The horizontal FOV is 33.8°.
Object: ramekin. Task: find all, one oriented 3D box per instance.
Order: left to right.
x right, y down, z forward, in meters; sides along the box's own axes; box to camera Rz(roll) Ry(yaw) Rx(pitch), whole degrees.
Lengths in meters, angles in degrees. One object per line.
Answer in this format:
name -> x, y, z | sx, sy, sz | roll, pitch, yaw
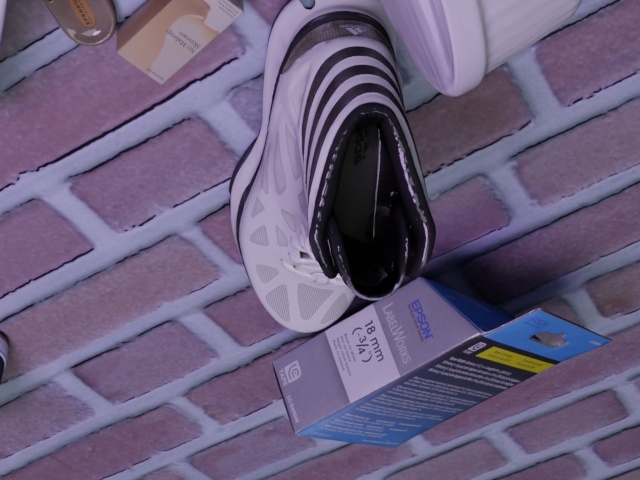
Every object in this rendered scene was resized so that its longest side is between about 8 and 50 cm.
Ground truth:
ramekin -> 0.103, -0.257, 0.807 | 0.127, 0.273, 0.273 | -24, 135, 0

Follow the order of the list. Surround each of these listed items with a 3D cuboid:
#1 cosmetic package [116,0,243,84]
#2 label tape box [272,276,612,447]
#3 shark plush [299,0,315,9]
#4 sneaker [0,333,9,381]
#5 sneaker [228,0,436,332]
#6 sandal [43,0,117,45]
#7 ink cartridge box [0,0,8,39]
cosmetic package -> -0.131, -0.204, 0.979 | 0.115, 0.041, 0.060 | -37, 130, 27
label tape box -> 0.148, 0.133, 1.274 | 0.333, 0.106, 0.240 | -32, 152, 23
shark plush -> -0.024, -0.271, 0.893 | 0.067, 0.073, 0.161 | -33, 148, 10
sneaker -> -0.486, 0.241, 1.310 | 0.099, 0.153, 0.282 | 27, 127, -30
sneaker -> -0.001, 0.000, 1.053 | 0.169, 0.258, 0.448 | 0, 136, -8
sandal -> -0.236, -0.236, 0.926 | 0.072, 0.049, 0.180 | -18, 135, 11
ink cartridge box -> -0.359, -0.196, 0.852 | 0.201, 0.117, 0.278 | 10, 151, -18
